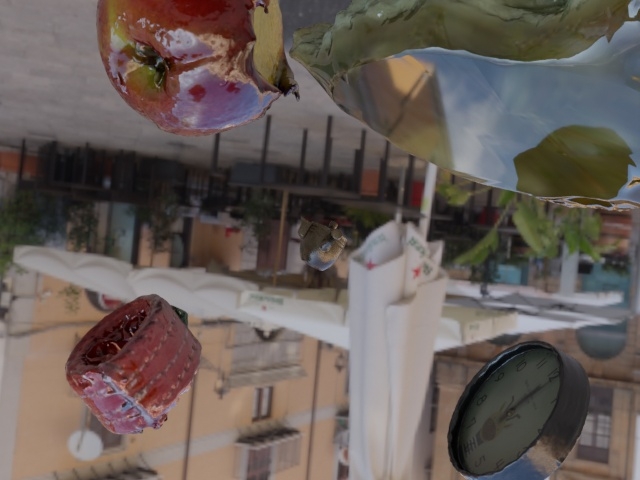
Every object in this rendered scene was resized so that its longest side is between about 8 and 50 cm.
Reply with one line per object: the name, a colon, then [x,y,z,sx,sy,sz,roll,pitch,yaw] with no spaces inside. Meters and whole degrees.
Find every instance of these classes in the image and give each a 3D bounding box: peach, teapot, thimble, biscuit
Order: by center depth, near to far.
biscuit: [0.138,-0.109,0.531,0.329,0.078,0.335,23,165,-3]
thimble: [-0.269,0.177,1.106,0.163,0.125,0.189,-19,-154,26]
teapot: [0.000,0.000,1.198,0.085,0.080,0.110,29,173,-8]
peach: [-0.182,-0.387,1.308,0.353,0.339,0.416,26,-129,24]

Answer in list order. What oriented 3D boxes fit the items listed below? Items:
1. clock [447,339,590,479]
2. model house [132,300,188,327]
clock: [0.215,0.194,0.853,0.040,0.184,0.184,37,168,-15]
model house: [-0.318,0.154,1.458,0.100,0.088,0.101,40,-160,-33]
